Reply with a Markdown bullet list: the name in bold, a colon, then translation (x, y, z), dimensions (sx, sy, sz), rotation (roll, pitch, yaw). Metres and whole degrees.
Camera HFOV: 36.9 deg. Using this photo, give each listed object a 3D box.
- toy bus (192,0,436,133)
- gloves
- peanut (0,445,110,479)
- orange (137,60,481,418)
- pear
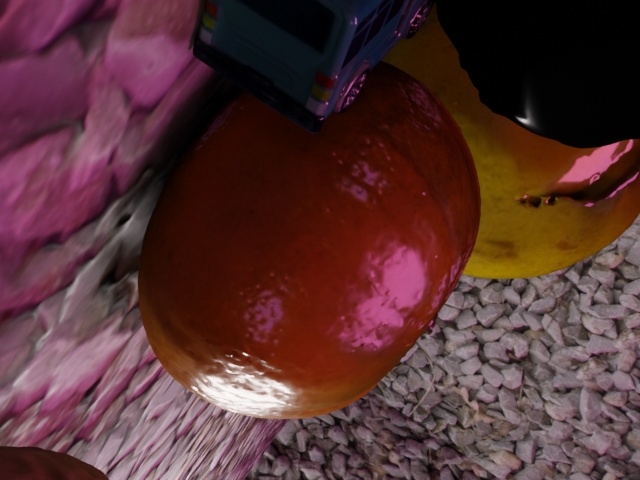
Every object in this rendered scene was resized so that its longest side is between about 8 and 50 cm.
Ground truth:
- **toy bus**: translation (0.018, -0.137, 0.470), dimensions (0.160, 0.079, 0.092), rotation (-50, 170, -38)
- **gloves**: translation (0.147, -0.198, 0.573), dimensions (0.152, 0.197, 0.301), rotation (17, 64, -55)
- **peanut**: translation (-0.174, 0.174, 0.419), dimensions (0.298, 0.120, 0.136), rotation (-33, 132, -70)
- **orange**: translation (0.000, 0.000, 0.579), dimensions (0.240, 0.171, 0.240), rotation (-57, 173, -10)
- **pear**: translation (0.173, -0.107, 0.912), dimensions (0.285, 0.285, 0.336), rotation (-59, -174, 16)
